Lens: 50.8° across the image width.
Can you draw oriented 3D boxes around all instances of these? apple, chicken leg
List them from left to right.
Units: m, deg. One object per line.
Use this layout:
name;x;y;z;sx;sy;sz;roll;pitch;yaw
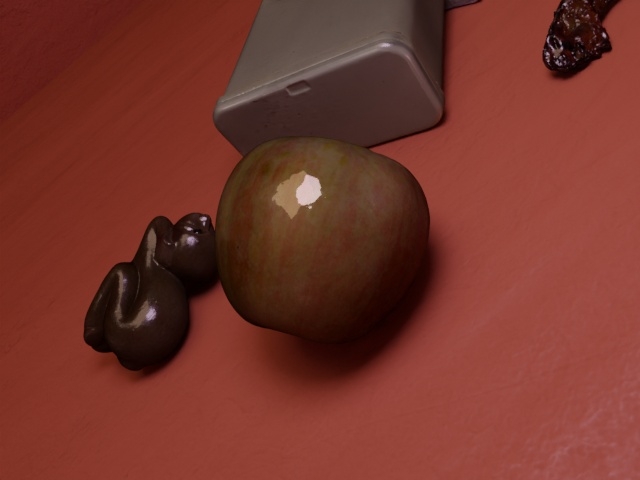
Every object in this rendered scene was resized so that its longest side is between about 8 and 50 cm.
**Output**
apple;0.000;0.000;0.807;0.257;0.257;0.233;5;86;43
chicken leg;0.378;-0.312;0.955;0.093;0.053;0.205;19;71;23

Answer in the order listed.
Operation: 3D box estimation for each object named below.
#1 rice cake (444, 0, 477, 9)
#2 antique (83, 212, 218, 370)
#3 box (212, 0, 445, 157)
rice cake;0.205;-0.438;1.241;0.207;0.036;0.047;-4;63;37
antique;-0.239;0.072;1.027;0.143;0.121;0.257;15;63;39
box;0.030;-0.318;1.136;0.352;0.177;0.343;-14;47;30
